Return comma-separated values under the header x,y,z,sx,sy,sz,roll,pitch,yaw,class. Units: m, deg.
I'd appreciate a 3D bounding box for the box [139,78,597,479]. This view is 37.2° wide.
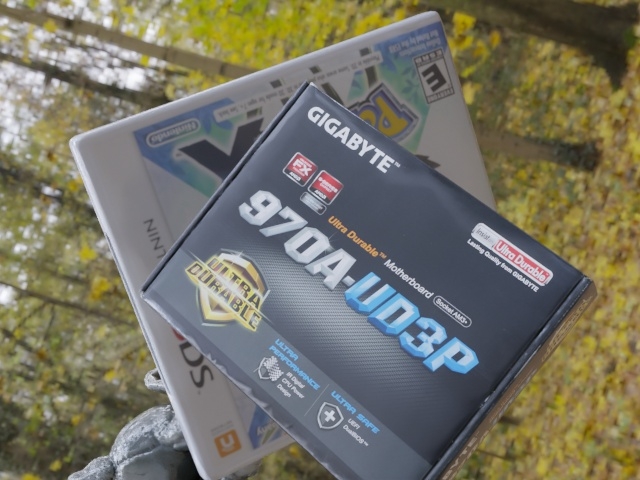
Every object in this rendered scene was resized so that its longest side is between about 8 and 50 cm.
x,y,z,sx,sy,sz,roll,pitch,yaw,class
0.023,0.033,0.571,0.175,0.220,0.051,-51,-25,0,box

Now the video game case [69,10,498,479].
x,y,z,sx,sy,sz,roll,pitch,yaw,class
0.000,0.000,0.800,0.036,0.329,0.299,14,125,67,video game case

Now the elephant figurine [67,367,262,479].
x,y,z,sx,sy,sz,roll,pitch,yaw,class
-0.133,0.216,1.066,0.169,0.186,0.239,-48,9,11,elephant figurine
